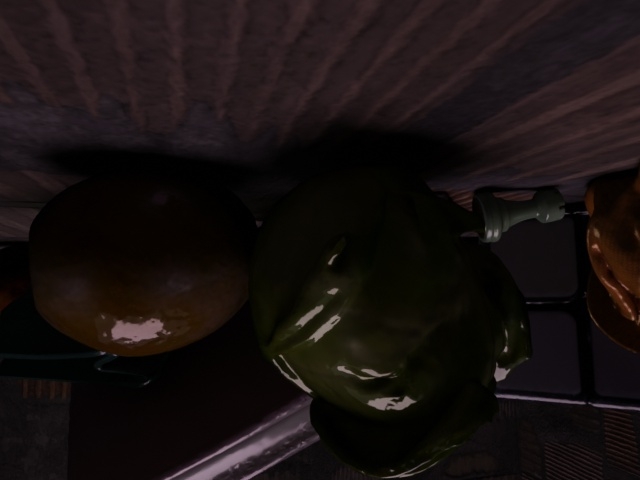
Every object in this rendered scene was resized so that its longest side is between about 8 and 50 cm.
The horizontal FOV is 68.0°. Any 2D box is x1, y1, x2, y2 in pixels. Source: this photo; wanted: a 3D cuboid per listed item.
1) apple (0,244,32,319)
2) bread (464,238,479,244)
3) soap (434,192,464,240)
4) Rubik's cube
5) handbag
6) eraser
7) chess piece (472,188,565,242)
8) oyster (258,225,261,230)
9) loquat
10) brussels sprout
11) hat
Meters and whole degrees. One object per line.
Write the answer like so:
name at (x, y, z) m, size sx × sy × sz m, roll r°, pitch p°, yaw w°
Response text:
apple at (-0.716, 0.115, 1.163) m, size 0.229 × 0.230 × 0.230 m, roll -1°, pitch 175°, yaw 0°
bread at (0.437, 0.038, 1.316) m, size 0.343 × 0.084 × 0.124 m, roll 3°, pitch 151°, yaw -37°
soap at (0.146, -0.021, 0.717) m, size 0.122 × 0.066 × 0.203 m, roll -4°, pitch 175°, yaw 24°
Rubik's cube at (0.467, 0.109, 0.837) m, size 0.315 × 0.314 × 0.318 m, roll -5°, pitch 173°, yaw 30°
handbag at (-0.276, 0.073, 0.654) m, size 0.273 × 0.269 × 0.100 m, roll -7°, pitch 129°, yaw 23°
eraser at (-0.138, 0.177, 0.637) m, size 0.358 × 0.122 × 0.272 m, roll -26°, pitch -140°, yaw -5°
chess piece at (0.254, -0.038, 0.610) m, size 0.103 × 0.067 × 0.067 m, roll -11°, pitch 174°, yaw 5°
oyster at (0.000, 0.003, 0.817) m, size 0.251 × 0.087 × 0.199 m, roll 5°, pitch -174°, yaw 19°
loquat at (-0.161, 0.019, 0.472) m, size 0.227 × 0.180 × 0.179 m, roll -3°, pitch 177°, yaw -37°
brussels sprout at (0.059, 0.057, 0.449) m, size 0.227 × 0.259 × 0.294 m, roll -26°, pitch -152°, yaw 27°
hat at (0.395, -0.022, 0.527) m, size 0.244 × 0.234 × 0.233 m, roll -19°, pitch 138°, yaw 34°
